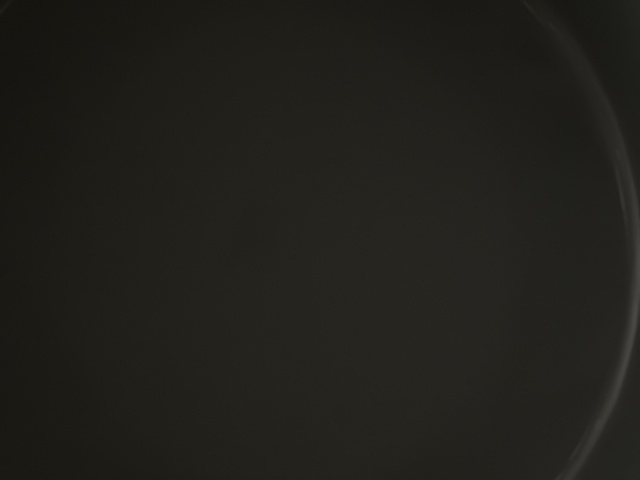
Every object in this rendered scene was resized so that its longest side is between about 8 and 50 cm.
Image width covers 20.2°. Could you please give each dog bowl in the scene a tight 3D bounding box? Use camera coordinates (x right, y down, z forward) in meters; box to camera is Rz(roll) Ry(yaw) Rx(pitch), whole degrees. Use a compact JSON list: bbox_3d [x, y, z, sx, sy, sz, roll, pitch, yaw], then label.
[{"bbox_3d":[0.000,0.000,0.544,0.349,0.102,0.348,1,-94,-15],"label":"dog bowl"}]
